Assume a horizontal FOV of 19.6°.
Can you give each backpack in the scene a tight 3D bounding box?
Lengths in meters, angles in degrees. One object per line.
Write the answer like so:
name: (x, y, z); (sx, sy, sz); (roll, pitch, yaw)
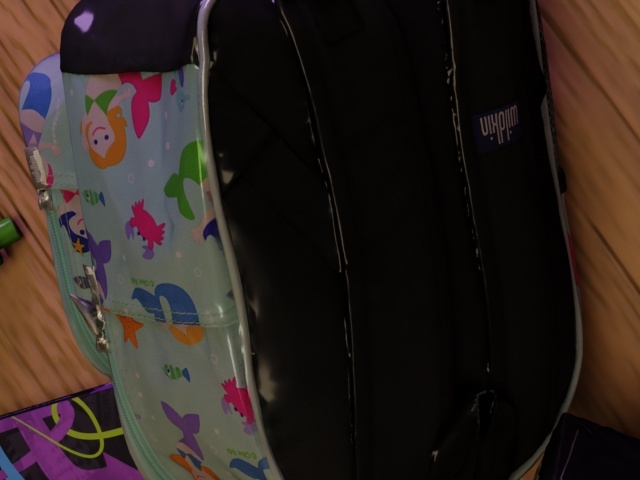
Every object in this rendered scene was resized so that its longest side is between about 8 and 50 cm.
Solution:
backpack: (0.000, 0.000, 0.799); (0.191, 0.225, 0.254); (-6, 102, 47)

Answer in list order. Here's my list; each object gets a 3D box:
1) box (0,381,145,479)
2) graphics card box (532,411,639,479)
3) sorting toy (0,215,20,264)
box: (-0.144, 0.146, 0.992); (0.162, 0.029, 0.116); (-18, 91, 27)
graphics card box: (0.145, 0.284, 0.814); (0.232, 0.094, 0.371); (20, 112, 5)
sorting toy: (-0.265, -0.122, 0.981); (0.126, 0.127, 0.366); (-27, 90, -4)
